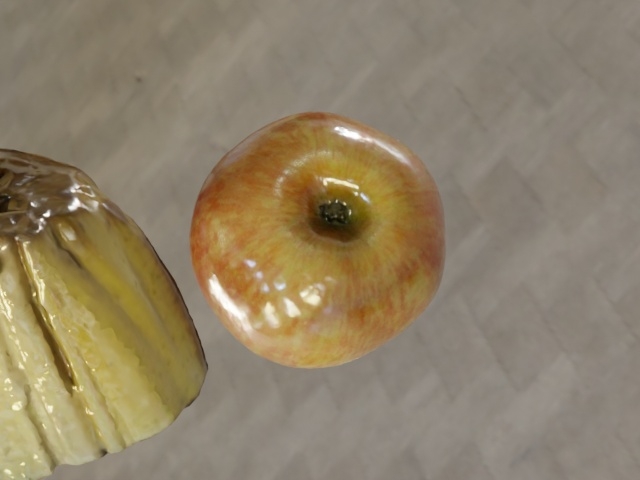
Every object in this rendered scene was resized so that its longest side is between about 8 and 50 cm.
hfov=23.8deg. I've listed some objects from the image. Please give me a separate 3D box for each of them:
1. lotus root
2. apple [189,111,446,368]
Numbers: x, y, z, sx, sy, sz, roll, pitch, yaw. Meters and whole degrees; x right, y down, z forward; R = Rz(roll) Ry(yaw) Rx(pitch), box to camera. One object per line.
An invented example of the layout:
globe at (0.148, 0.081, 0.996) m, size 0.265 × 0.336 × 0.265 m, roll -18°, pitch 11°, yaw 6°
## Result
lotus root at (-0.126, 0.027, 0.549) m, size 0.159 × 0.135 × 0.095 m, roll -14°, pitch 40°, yaw -11°
apple at (0.000, 0.000, 0.842) m, size 0.146 × 0.146 × 0.131 m, roll -63°, pitch 7°, yaw -16°
